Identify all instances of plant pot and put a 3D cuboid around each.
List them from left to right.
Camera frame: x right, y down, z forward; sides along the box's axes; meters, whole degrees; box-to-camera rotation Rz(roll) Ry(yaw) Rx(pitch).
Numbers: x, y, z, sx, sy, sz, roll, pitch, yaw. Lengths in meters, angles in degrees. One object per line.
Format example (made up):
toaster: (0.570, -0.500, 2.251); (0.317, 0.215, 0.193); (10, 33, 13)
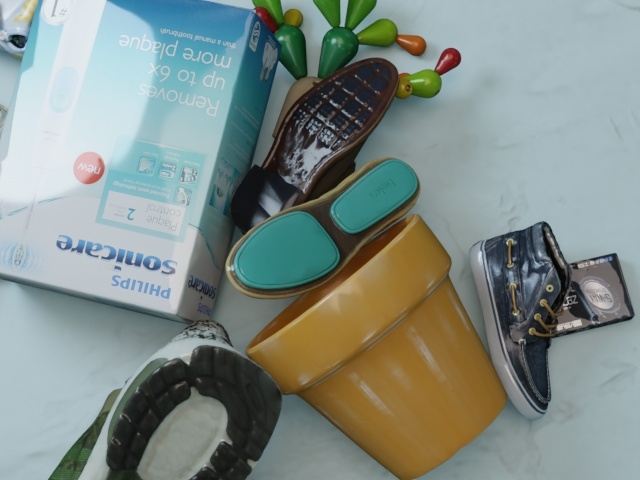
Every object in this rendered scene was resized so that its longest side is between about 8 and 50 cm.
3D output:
plant pot: (0.067, 0.110, 1.539); (0.205, 0.205, 0.188); (-39, 93, -9)

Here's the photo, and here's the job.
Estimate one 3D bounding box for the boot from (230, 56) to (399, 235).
boot: (0.002, -0.078, 1.621); (0.082, 0.106, 0.219); (39, 81, 22)

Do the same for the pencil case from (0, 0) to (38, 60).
pencil case: (-0.384, -0.264, 1.677); (0.273, 0.113, 0.124); (19, 56, 7)

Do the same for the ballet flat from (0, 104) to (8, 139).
ballet flat: (-0.365, -0.129, 1.664); (0.206, 0.067, 0.073); (30, 71, 7)

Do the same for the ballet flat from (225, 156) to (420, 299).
ballet flat: (0.000, 0.000, 1.549); (0.232, 0.073, 0.080); (-30, 82, -32)

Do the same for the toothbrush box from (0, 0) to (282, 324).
toothbrush box: (-0.183, -0.085, 1.589); (0.216, 0.126, 0.295); (14, 85, 13)

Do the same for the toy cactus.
toy cactus: (0.013, -0.174, 1.662); (0.219, 0.112, 0.180); (29, 87, 0)

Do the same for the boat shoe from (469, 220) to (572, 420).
boat shoe: (0.203, 0.074, 1.587); (0.083, 0.065, 0.183); (-23, 72, 27)

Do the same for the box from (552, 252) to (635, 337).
box: (0.258, 0.054, 1.630); (0.083, 0.018, 0.067); (-12, 75, -2)

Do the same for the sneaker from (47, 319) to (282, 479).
sneaker: (-0.189, 0.232, 1.534); (0.158, 0.182, 0.410); (40, 103, -15)
